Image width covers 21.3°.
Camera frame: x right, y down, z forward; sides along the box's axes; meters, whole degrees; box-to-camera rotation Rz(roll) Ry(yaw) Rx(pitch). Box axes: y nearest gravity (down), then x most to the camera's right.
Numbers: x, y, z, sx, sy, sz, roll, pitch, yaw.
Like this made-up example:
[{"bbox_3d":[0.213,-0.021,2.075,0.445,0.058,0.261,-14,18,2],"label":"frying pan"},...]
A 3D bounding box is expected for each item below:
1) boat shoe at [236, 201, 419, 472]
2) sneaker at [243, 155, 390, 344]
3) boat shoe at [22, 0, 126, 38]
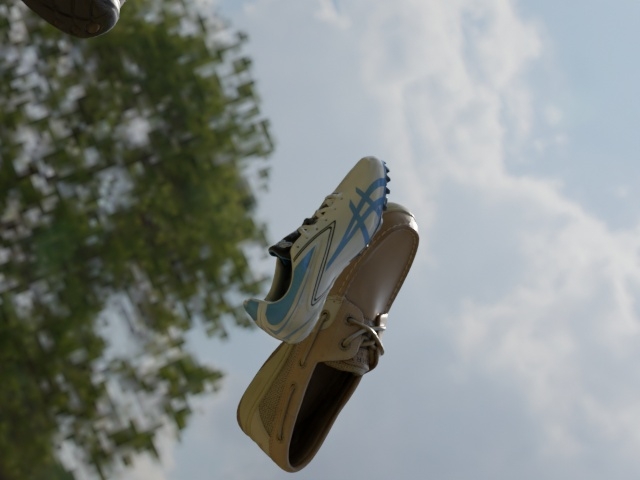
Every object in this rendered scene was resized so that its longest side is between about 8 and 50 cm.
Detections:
[{"bbox_3d":[0.030,0.117,2.014,0.110,0.121,0.341,43,-71,45],"label":"boat shoe"},{"bbox_3d":[0.000,0.000,1.878,0.086,0.237,0.085,36,-15,-19],"label":"sneaker"},{"bbox_3d":[-0.328,-0.349,1.781,0.324,0.120,0.122,39,-29,-13],"label":"boat shoe"}]
